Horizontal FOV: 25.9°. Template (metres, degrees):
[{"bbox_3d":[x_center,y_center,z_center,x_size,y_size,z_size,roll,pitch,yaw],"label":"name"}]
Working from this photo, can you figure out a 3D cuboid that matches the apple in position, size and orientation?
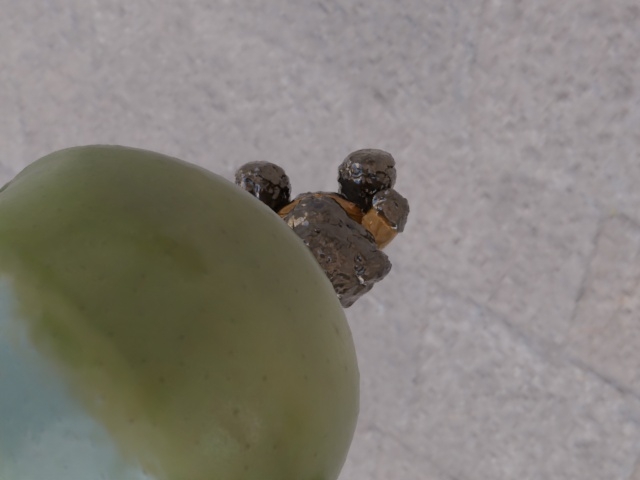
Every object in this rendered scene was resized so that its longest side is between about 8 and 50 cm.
[{"bbox_3d":[-0.148,0.100,1.023,0.357,0.357,0.357,28,144,23],"label":"apple"}]

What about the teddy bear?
[{"bbox_3d":[0.000,0.000,1.341,0.177,0.190,0.140,-5,111,3],"label":"teddy bear"}]
